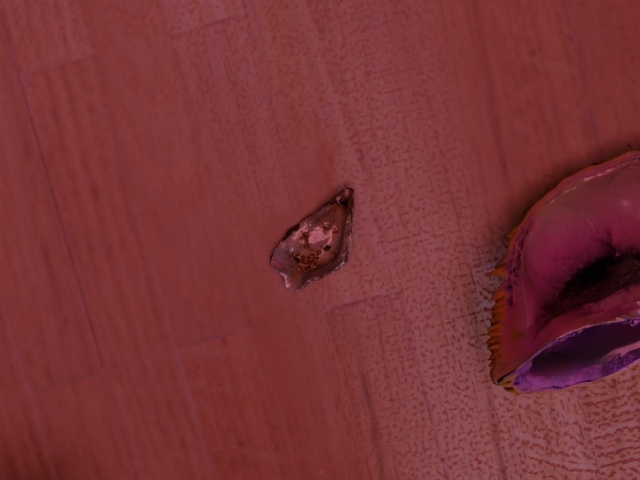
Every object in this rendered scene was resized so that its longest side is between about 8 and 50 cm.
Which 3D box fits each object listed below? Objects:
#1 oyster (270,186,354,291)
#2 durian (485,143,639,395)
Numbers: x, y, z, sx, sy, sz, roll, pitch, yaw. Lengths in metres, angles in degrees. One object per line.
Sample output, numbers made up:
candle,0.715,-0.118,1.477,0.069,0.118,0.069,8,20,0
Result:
oyster,0.002,0.002,1.427,0.093,0.034,0.051,-37,83,13
durian,0.246,0.016,1.399,0.261,0.154,0.186,-8,77,0
